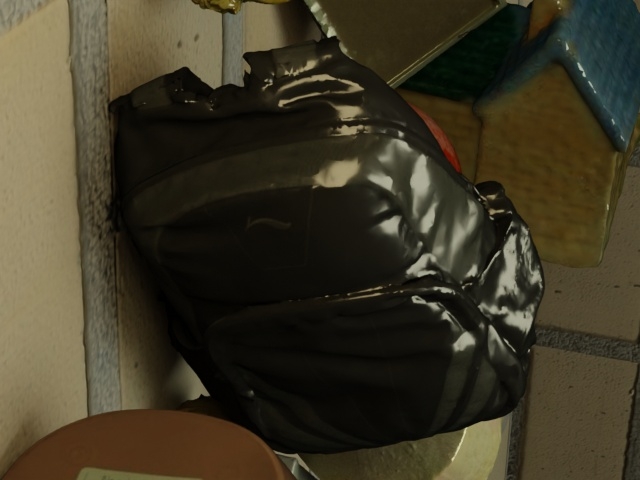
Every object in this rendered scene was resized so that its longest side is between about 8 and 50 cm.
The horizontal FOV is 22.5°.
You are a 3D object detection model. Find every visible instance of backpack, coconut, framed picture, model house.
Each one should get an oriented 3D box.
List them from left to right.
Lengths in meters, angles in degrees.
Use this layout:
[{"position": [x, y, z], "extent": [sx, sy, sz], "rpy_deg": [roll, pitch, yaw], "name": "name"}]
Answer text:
[{"position": [0.000, 0.000, 1.453], "extent": [0.445, 0.363, 0.254], "rpy_deg": [60, 23, -51], "name": "backpack"}, {"position": [0.079, 0.191, 1.818], "extent": [0.244, 0.239, 0.239], "rpy_deg": [51, 49, -60], "name": "coconut"}, {"position": [0.077, -0.295, 1.757], "extent": [0.019, 0.209, 0.281], "rpy_deg": [53, -3, 46], "name": "framed picture"}, {"position": [0.219, -0.207, 2.032], "extent": [0.334, 0.382, 0.342], "rpy_deg": [-62, 157, -52], "name": "model house"}]

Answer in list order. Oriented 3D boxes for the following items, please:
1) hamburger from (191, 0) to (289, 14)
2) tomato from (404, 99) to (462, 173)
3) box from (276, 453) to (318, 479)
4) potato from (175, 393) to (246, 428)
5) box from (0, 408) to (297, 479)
[{"position": [-0.075, -0.306, 1.415], "extent": [0.189, 0.122, 0.215], "rpy_deg": [64, 41, -53], "name": "hamburger"}, {"position": [0.039, -0.035, 1.737], "extent": [0.265, 0.265, 0.265], "rpy_deg": [9, 90, -75], "name": "tomato"}, {"position": [-0.082, 0.399, 1.802], "extent": [0.200, 0.106, 0.299], "rpy_deg": [57, 44, -67], "name": "box"}, {"position": [-0.103, 0.200, 1.580], "extent": [0.100, 0.089, 0.172], "rpy_deg": [45, 49, -27], "name": "potato"}, {"position": [-0.125, 0.283, 1.260], "extent": [0.301, 0.301, 0.216], "rpy_deg": [-64, 153, -46], "name": "box"}]
